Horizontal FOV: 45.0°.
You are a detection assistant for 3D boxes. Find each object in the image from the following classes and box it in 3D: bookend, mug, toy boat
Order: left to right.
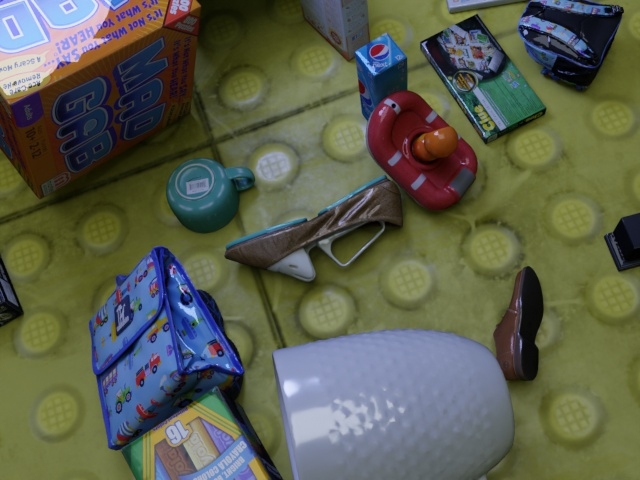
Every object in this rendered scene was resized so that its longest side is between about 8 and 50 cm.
[{"bbox_3d":[-0.219,-0.102,1.468,0.129,0.097,0.158,31,75,18],"label":"mug"},{"bbox_3d":[0.121,0.317,1.167,0.327,0.276,0.374,-11,72,-6],"label":"mug"},{"bbox_3d":[0.193,-0.169,1.378,0.231,0.151,0.151,42,72,-8],"label":"toy boat"},{"bbox_3d":[0.584,-0.025,1.304,0.156,0.157,0.072,-15,67,0],"label":"bookend"}]

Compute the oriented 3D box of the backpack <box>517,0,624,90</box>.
[{"bbox_3d":[0.469,-0.391,1.489,0.173,0.117,0.158,25,73,15],"label":"backpack"}]

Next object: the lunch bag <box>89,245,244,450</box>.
[{"bbox_3d":[-0.288,0.170,1.321,0.221,0.138,0.293,-47,53,25],"label":"lunch bag"}]

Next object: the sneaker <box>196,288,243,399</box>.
[{"bbox_3d":[-0.202,0.196,1.368,0.081,0.080,0.211,-31,66,19],"label":"sneaker"}]

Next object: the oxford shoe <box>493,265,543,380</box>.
[{"bbox_3d":[0.332,0.139,1.321,0.076,0.076,0.212,-15,47,44],"label":"oxford shoe"}]

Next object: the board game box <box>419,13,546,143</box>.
[{"bbox_3d":[0.318,-0.323,1.529,0.136,0.030,0.260,-25,67,-6],"label":"board game box"}]

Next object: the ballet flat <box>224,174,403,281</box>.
[{"bbox_3d":[0.000,0.000,1.408,0.342,0.116,0.124,-24,85,-7],"label":"ballet flat"}]

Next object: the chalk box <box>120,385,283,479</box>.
[{"bbox_3d":[-0.147,0.410,1.207,0.179,0.180,0.289,-32,66,-6],"label":"chalk box"}]

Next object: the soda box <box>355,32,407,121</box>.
[{"bbox_3d":[0.116,-0.286,1.440,0.071,0.210,0.067,-32,67,-6],"label":"soda box"}]

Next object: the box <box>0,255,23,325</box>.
[{"bbox_3d":[-0.671,0.090,1.458,0.147,0.077,0.180,-30,67,-6],"label":"box"}]

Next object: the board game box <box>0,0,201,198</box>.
[{"bbox_3d":[-0.473,-0.366,1.396,0.356,0.356,0.356,-35,80,-22],"label":"board game box"}]

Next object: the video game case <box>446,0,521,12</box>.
[{"bbox_3d":[0.355,-0.574,1.629,0.201,0.023,0.184,-8,67,3],"label":"video game case"}]

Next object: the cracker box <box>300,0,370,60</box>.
[{"bbox_3d":[0.022,-0.484,1.520,0.067,0.232,0.156,-38,69,-9],"label":"cracker box"}]
